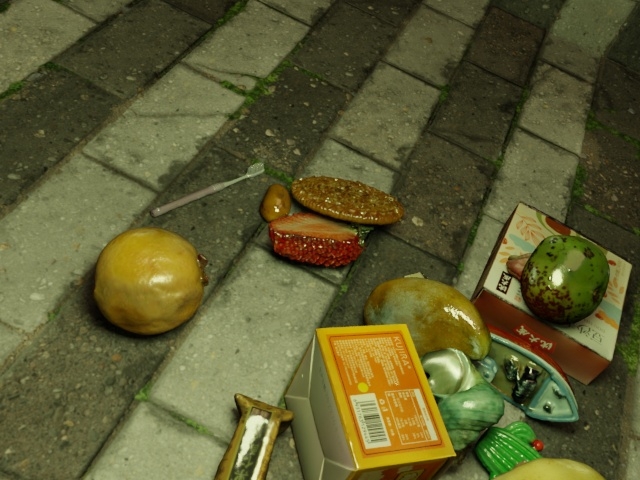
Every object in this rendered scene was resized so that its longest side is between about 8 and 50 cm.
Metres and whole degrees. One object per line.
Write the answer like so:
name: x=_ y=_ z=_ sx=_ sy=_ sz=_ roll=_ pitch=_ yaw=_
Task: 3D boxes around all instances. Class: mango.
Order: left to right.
mango: x=-0.112 y=-0.100 z=1.850 sx=0.077 sy=0.063 sz=0.127 roll=8 pitch=46 yaw=-3
mango: x=0.229 y=0.182 z=1.593 sx=0.316 sy=0.193 sz=0.146 roll=11 pitch=11 yaw=43

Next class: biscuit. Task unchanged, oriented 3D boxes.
biscuit: x=0.070 y=-0.110 z=1.861 sx=0.305 sy=0.038 sz=0.305 roll=11 pitch=20 yaw=-4

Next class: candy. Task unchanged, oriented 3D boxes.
candy: x=-0.134 y=0.423 z=1.351 sx=0.143 sy=0.101 sz=0.271 roll=16 pitch=51 yaw=2

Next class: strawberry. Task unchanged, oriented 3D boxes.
strawberry: x=0.000 y=0.000 z=1.763 sx=0.286 sy=0.106 sz=0.188 roll=-5 pitch=28 yaw=-28

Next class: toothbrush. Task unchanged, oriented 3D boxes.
toothbrush: x=-0.277 y=-0.133 z=1.840 sx=0.354 sy=0.029 sz=0.024 roll=-28 pitch=50 yaw=-36

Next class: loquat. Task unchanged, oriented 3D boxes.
loquat: x=-0.353 y=0.082 z=1.508 sx=0.238 sy=0.193 sz=0.238 roll=4 pitch=53 yaw=-6

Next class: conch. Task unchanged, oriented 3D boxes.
conch: x=0.279 y=0.319 z=1.460 sx=0.175 sy=0.122 sz=0.188 roll=12 pitch=32 yaw=-6

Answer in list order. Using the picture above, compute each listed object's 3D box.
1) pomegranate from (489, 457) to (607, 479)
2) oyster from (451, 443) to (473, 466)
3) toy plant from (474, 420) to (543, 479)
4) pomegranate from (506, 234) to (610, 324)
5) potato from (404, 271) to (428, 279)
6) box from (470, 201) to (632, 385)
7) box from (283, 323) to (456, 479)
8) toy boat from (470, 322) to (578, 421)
pomegranate: x=0.413 y=0.556 z=1.311 sx=0.332 sy=0.333 sz=0.333 roll=11 pitch=47 yaw=-12
oyster: x=0.248 y=0.368 z=1.550 sx=0.198 sy=0.092 sz=0.260 roll=22 pitch=43 yaw=-6
toy plant: x=0.418 y=0.493 z=1.505 sx=0.154 sy=0.088 sz=0.240 roll=-21 pitch=73 yaw=-16
pomegranate: x=0.534 y=0.082 z=1.689 sx=0.214 sy=0.214 sz=0.247 roll=-25 pitch=30 yaw=-36
potato: x=0.234 y=0.142 z=1.749 sx=0.061 sy=0.086 sz=0.122 roll=-10 pitch=60 yaw=-31
box: x=0.596 y=0.122 z=1.875 sx=0.344 sy=0.122 sz=0.385 roll=30 pitch=46 yaw=6
box: x=0.084 y=0.345 z=1.388 sx=0.213 sy=0.260 sz=0.284 roll=-1 pitch=51 yaw=-20
toy boat: x=0.423 y=0.303 z=1.627 sx=0.331 sy=0.145 sz=0.133 roll=28 pitch=36 yaw=12
